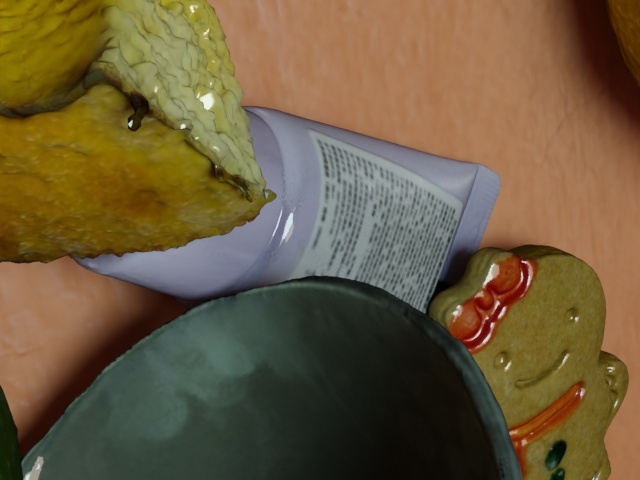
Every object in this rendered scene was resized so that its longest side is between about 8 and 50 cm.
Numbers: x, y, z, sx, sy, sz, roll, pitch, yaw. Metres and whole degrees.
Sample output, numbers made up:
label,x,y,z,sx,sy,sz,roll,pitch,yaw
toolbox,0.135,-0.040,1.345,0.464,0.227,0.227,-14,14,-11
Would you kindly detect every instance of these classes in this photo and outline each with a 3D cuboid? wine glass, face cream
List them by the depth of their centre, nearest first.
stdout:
label,x,y,z,sx,sy,sz,roll,pitch,yaw
wine glass,0.068,0.222,0.525,0.406,0.267,0.267,39,78,-41
face cream,0.000,0.000,0.561,0.274,0.096,0.154,21,85,-47

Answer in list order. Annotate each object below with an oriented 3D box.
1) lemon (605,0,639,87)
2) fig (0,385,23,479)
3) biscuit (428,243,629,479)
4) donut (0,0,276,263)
label,x,y,z,sx,sy,sz,roll,pitch,yaw
lemon,0.280,-0.152,0.620,0.233,0.233,0.288,-50,129,-14
fig,-0.187,0.106,0.364,0.195,0.245,0.195,-10,116,-23
biscuit,0.130,0.098,0.666,0.166,0.036,0.225,-24,121,-27
donut,-0.146,-0.069,0.354,0.259,0.152,0.101,37,37,-53
